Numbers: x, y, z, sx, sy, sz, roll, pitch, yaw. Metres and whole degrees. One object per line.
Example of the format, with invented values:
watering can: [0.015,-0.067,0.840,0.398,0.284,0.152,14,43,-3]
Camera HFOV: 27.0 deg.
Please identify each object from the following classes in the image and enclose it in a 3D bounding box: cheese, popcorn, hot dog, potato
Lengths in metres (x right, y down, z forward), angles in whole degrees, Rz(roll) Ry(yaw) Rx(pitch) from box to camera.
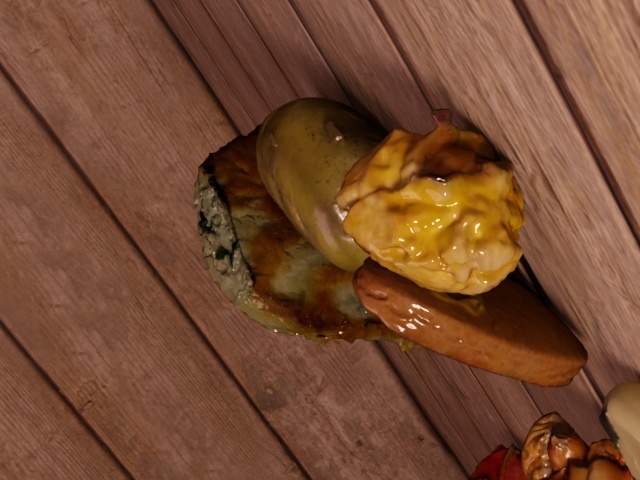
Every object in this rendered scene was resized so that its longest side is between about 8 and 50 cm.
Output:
cheese: [0.319,0.200,1.095,0.127,0.054,0.251,56,174,-19]
popcorn: [0.097,-0.026,1.115,0.167,0.148,0.152,32,133,31]
hot dog: [0.331,0.318,1.419,0.349,0.117,0.158,55,180,-31]
potato: [0.021,-0.067,1.488,0.197,0.148,0.228,42,180,-17]

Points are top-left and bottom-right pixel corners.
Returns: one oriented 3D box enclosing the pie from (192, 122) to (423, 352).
pie: [0.000,0.000,1.627,0.103,0.288,0.355,-55,49,41]

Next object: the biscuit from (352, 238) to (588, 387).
biscuit: [0.118,0.035,1.259,0.262,0.052,0.277,22,-163,-30]

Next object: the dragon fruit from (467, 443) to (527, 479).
dragon fruit: [0.368,0.478,2.100,0.330,0.240,0.302,10,111,52]
